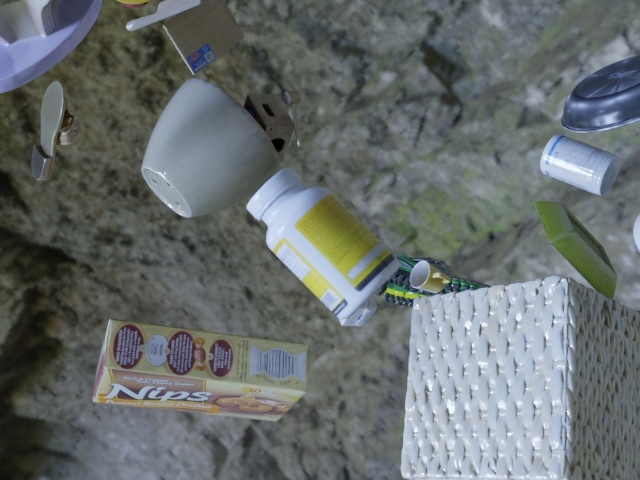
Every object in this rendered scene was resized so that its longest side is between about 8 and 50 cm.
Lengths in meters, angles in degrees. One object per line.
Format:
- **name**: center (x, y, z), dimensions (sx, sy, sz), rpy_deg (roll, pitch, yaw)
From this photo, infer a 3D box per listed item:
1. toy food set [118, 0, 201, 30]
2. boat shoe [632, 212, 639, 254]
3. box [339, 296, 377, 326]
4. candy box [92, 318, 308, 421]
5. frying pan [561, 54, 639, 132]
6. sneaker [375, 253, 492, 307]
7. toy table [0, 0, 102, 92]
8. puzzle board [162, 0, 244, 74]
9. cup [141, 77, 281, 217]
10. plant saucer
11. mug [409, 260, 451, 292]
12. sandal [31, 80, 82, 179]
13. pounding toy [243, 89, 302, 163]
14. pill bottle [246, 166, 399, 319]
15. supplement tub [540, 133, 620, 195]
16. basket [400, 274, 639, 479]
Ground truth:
- **toy food set**: center (-0.271, -0.412, 1.368), dimensions (0.128, 0.217, 0.071), rpy_deg (-28, 5, 5)
- **boat shoe**: center (0.562, -0.020, 1.469), dimensions (0.341, 0.127, 0.158), rpy_deg (-23, -13, -36)
- **box**: center (0.030, 0.042, 2.032), dimensions (0.063, 0.324, 0.067), rpy_deg (4, -45, -33)
- **candy box**: center (-0.195, 0.214, 1.503), dimensions (0.183, 0.317, 0.087), rpy_deg (124, 152, -58)
- **frying pan**: center (0.490, -0.247, 1.342), dimensions (0.326, 0.053, 0.197), rpy_deg (-32, 21, -8)
- **sneaker**: center (0.310, 0.104, 2.375), dimensions (0.146, 0.344, 0.134), rpy_deg (-49, -34, -41)
- **toy table**: center (-0.467, -0.370, 1.422), dimensions (0.274, 0.252, 0.161), rpy_deg (-62, -24, -28)
- **puzzle board**: center (-0.196, -0.352, 1.574), dimensions (0.128, 0.096, 0.011), rpy_deg (-44, 27, -29)
- **cup**: center (-0.296, -0.194, 2.282), dimensions (0.237, 0.331, 0.331), rpy_deg (-46, 6, -19)
- **plant saucer**: center (0.504, 0.010, 1.812), dimensions (0.045, 0.188, 0.188), rpy_deg (-41, 17, 20)
- **mug**: center (0.238, 0.087, 1.999), dimensions (0.062, 0.064, 0.078), rpy_deg (-58, 31, 10)
- **sandal**: center (-0.543, -0.232, 1.967), dimensions (0.079, 0.088, 0.240), rpy_deg (-6, -47, -41)
- **pounding toy**: center (-0.121, -0.284, 2.282), dimensions (0.094, 0.181, 0.206), rpy_deg (-6, -41, -30)
- **pill bottle**: center (0.000, 0.000, 1.137), dimensions (0.103, 0.184, 0.103), rpy_deg (-44, -5, -4)
- **supplement tub**: center (0.411, -0.121, 1.483), dimensions (0.071, 0.107, 0.071), rpy_deg (-37, -39, -37)
- **basket**: center (0.327, 0.256, 1.494), dimensions (0.328, 0.266, 0.331), rpy_deg (-13, 63, 44)
